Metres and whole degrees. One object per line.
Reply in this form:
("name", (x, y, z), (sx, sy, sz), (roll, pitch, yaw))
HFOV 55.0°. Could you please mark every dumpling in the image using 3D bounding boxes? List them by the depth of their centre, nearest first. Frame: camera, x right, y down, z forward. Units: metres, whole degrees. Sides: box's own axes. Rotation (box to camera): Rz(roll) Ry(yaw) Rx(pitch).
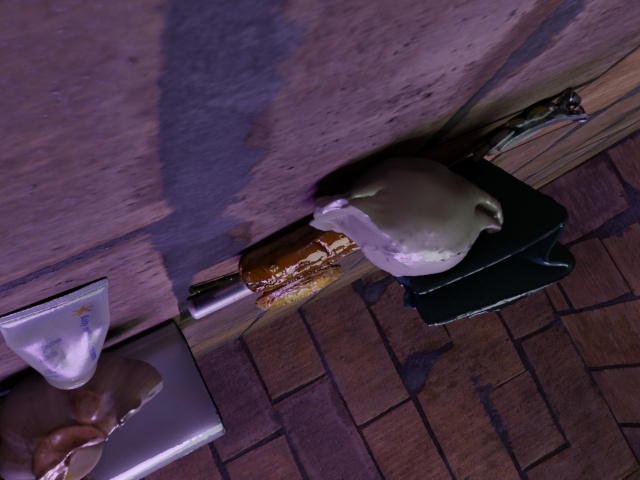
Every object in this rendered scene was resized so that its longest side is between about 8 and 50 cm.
("dumpling", (0.105, -0.028, 0.781), (0.258, 0.147, 0.193), (1, 174, -17))

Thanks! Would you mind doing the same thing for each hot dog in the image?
("hot dog", (0.000, 0.000, 0.913), (0.269, 0.072, 0.115), (-27, 165, 0))

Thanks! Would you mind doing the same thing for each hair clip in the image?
("hair clip", (0.319, -0.168, 0.945), (0.172, 0.049, 0.116), (-29, 168, 35))

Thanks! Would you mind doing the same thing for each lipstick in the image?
("lipstick", (-0.163, 0.091, 1.073), (0.141, 0.040, 0.040), (-25, 172, -8))

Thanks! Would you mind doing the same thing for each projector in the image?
("projector", (-0.353, 0.331, 1.248), (0.249, 0.248, 0.248), (-24, 172, -15))

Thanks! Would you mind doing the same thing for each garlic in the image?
("garlic", (-0.409, 0.275, 1.013), (0.281, 0.184, 0.203), (-48, 180, 4))

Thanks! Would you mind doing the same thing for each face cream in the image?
("face cream", (-0.300, 0.113, 0.714), (0.114, 0.070, 0.224), (-23, 163, -28))

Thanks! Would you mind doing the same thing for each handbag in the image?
("handbag", (0.205, -0.008, 0.919), (0.238, 0.089, 0.326), (-24, -156, 1))

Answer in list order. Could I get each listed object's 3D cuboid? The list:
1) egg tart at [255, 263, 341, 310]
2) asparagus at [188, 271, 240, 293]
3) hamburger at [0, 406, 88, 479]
("egg tart", (-0.050, 0.078, 1.233), (0.191, 0.074, 0.191), (-25, 172, -4))
("asparagus", (-0.150, 0.063, 1.015), (0.162, 0.016, 0.016), (-17, 149, -46))
("hamburger", (-0.569, 0.445, 1.072), (0.195, 0.318, 0.277), (-43, 171, 34))
